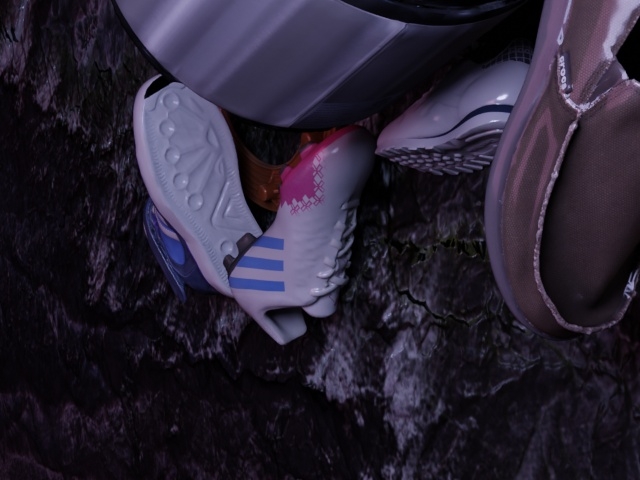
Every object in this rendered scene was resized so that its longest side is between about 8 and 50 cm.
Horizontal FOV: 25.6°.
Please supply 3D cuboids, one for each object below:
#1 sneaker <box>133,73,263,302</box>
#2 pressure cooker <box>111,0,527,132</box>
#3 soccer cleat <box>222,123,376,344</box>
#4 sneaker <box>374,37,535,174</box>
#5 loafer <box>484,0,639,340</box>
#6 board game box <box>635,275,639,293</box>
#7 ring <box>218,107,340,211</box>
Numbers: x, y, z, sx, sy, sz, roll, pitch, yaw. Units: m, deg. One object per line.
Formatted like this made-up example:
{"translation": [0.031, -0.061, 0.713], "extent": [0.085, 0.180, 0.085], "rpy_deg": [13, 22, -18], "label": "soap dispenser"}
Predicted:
{"translation": [-0.194, -0.072, 1.837], "extent": [0.236, 0.130, 0.322], "rpy_deg": [15, 134, 57], "label": "sneaker"}
{"translation": [0.036, -0.316, 1.179], "extent": [0.370, 0.375, 0.420], "rpy_deg": [-56, 11, -27], "label": "pressure cooker"}
{"translation": [0.000, 0.000, 1.623], "extent": [0.143, 0.116, 0.331], "rpy_deg": [55, 141, 16], "label": "soccer cleat"}
{"translation": [0.137, -0.126, 1.386], "extent": [0.235, 0.090, 0.094], "rpy_deg": [-14, 67, 57], "label": "sneaker"}
{"translation": [0.220, -0.087, 1.039], "extent": [0.130, 0.134, 0.365], "rpy_deg": [31, 120, 52], "label": "loafer"}
{"translation": [0.285, -0.054, 1.119], "extent": [0.305, 0.053, 0.193], "rpy_deg": [48, 133, 43], "label": "board game box"}
{"translation": [-0.083, -0.198, 1.750], "extent": [0.337, 0.032, 0.336], "rpy_deg": [30, 127, 48], "label": "ring"}
